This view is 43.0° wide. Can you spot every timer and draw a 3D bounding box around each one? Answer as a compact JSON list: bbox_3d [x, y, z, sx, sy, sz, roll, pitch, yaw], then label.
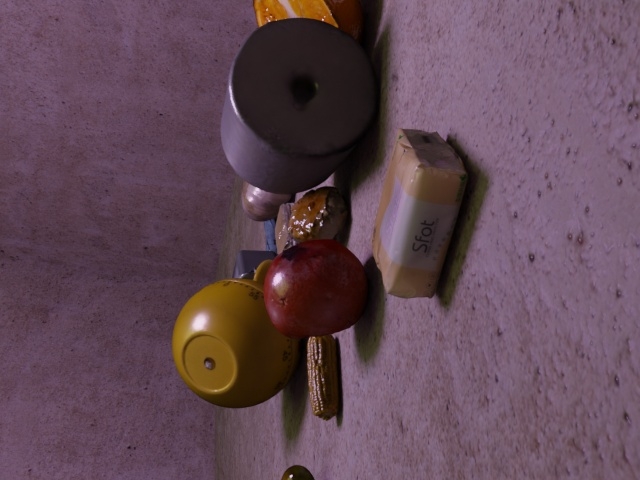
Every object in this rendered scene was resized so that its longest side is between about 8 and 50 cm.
[{"bbox_3d":[-0.202,0.261,2.166,0.387,0.376,0.376,-26,-50,-62],"label":"timer"}]

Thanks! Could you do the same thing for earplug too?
[{"bbox_3d":[-0.065,-0.265,1.820,0.394,0.313,0.312,127,147,-72],"label":"earplug"}]

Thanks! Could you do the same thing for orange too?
[{"bbox_3d":[-0.030,-0.501,1.901,0.310,0.274,0.274,-23,54,35],"label":"orange"}]

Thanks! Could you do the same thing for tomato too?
[{"bbox_3d":[-0.010,0.091,1.592,0.208,0.208,0.184,168,90,-77],"label":"tomato"}]

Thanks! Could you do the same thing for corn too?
[{"bbox_3d":[0.005,0.286,1.749,0.068,0.068,0.207,113,160,-52],"label":"corn"}]

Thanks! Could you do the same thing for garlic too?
[{"bbox_3d":[-0.163,-0.166,2.540,0.228,0.152,0.227,-165,90,-80],"label":"garlic"}]

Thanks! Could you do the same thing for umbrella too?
[{"bbox_3d":[-0.152,0.018,2.609,0.053,0.052,0.250,112,155,-57],"label":"umbrella"}]

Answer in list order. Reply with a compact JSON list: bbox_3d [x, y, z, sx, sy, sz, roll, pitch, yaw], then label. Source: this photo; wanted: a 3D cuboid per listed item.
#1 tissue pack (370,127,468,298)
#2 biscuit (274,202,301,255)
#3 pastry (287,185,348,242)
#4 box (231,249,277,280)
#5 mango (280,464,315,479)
[{"bbox_3d":[0.144,-0.042,1.244,0.186,0.090,0.222,-102,23,-61],"label":"tissue pack"},{"bbox_3d":[-0.090,-0.012,2.338,0.239,0.062,0.108,-105,25,-57],"label":"biscuit"},{"bbox_3d":[-0.007,-0.054,1.847,0.153,0.081,0.153,-32,41,33],"label":"pastry"},{"bbox_3d":[-0.196,0.146,2.467,0.135,0.163,0.243,-112,29,-49],"label":"box"},{"bbox_3d":[-0.057,0.602,1.759,0.133,0.111,0.267,-73,-5,-64],"label":"mango"}]
